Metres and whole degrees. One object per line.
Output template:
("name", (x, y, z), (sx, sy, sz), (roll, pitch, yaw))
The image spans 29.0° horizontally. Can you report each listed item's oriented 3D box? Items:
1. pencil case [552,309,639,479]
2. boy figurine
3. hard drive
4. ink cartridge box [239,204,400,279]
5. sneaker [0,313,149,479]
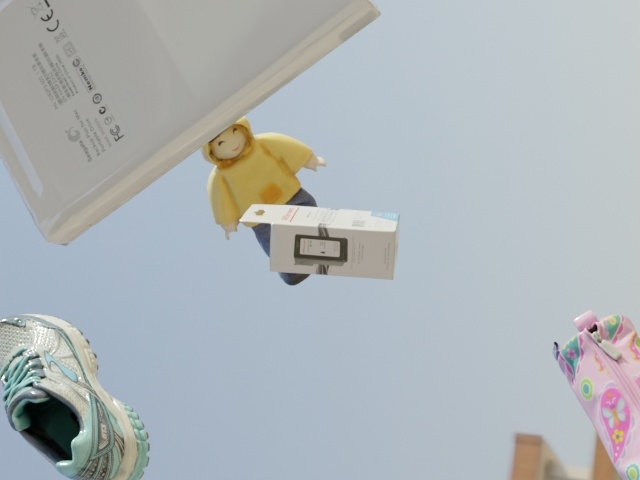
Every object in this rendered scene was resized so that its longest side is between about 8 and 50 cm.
("pencil case", (0.412, 0.225, 1.608), (0.124, 0.124, 0.284), (60, -175, -51))
("boy figurine", (-0.077, -0.080, 1.729), (0.285, 0.177, 0.092), (58, 180, -29))
("hard drive", (-0.132, -0.164, 0.958), (0.203, 0.307, 0.040), (59, -167, 16))
("ink cartridge box", (0.000, 0.000, 0.673), (0.048, 0.083, 0.028), (-63, -24, -76))
("sneaker", (-0.316, 0.173, 1.435), (0.122, 0.283, 0.110), (14, -69, -55))
